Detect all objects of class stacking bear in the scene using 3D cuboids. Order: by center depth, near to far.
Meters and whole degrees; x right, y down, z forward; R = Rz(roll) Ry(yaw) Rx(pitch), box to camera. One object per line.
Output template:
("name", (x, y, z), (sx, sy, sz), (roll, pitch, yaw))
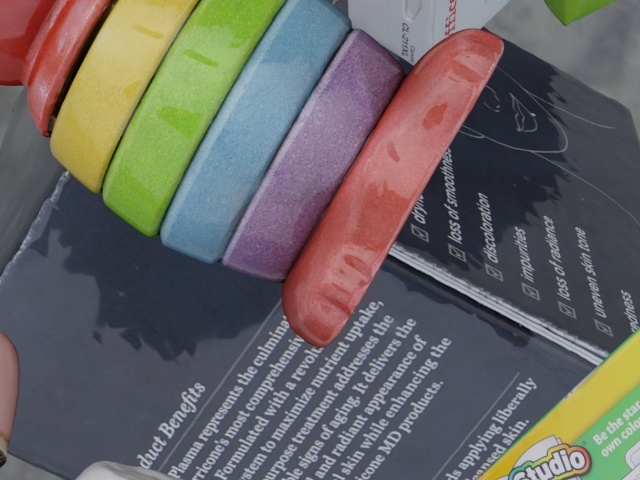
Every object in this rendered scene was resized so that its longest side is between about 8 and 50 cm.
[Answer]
("stacking bear", (-0.082, -0.087, 0.957), (0.289, 0.164, 0.175), (30, 77, -1))

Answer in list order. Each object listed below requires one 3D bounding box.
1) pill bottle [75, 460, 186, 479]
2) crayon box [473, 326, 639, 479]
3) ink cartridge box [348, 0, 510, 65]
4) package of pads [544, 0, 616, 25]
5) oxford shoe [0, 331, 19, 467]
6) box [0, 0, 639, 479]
("pill bottle", (-0.097, 0.283, 0.993), (0.169, 0.169, 0.301), (19, 86, -1))
("crayon box", (0.206, 0.125, 0.975), (0.278, 0.081, 0.165), (-47, 72, 28))
("ink cartridge box", (0.096, -0.210, 1.182), (0.072, 0.127, 0.175), (34, 61, 23))
("package of pads", (0.284, -0.349, 1.602), (0.229, 0.296, 0.101), (-27, 58, -14))
("oxford shoe", (-0.262, 0.086, 0.446), (0.397, 0.140, 0.146), (2, 72, -22))
("box", (0.000, 0.000, 1.445), (0.472, 0.480, 0.297), (29, 116, -15))
